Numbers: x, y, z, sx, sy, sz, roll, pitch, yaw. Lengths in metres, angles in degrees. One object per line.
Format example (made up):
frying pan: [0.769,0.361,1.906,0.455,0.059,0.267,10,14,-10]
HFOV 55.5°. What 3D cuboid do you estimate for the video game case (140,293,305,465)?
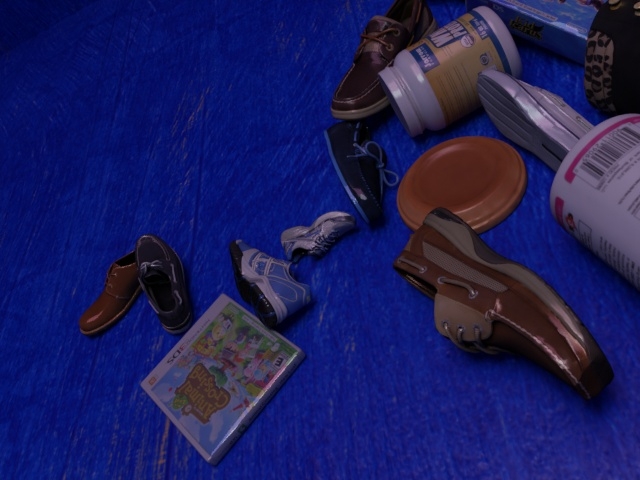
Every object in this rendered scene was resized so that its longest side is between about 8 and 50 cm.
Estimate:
video game case: [-0.150,0.193,0.901,0.212,0.023,0.193,27,70,44]

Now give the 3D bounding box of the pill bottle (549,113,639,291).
pill bottle: [0.390,-0.004,0.628,0.160,0.160,0.283,-34,42,1]

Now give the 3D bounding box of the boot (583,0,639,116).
boot: [0.466,-0.269,0.705,0.138,0.378,0.284,-10,33,-16]

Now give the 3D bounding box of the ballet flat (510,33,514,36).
ballet flat: [0.347,-0.405,1.091,0.188,0.070,0.070,-37,42,-2]

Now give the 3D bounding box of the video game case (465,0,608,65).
video game case: [0.424,-0.428,1.009,0.269,0.061,0.244,38,77,29]

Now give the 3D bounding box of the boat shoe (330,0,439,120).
boat shoe: [0.112,-0.356,1.125,0.123,0.123,0.342,14,53,38]

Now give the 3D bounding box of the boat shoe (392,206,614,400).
boat shoe: [0.195,0.081,0.722,0.120,0.122,0.324,-41,34,1]

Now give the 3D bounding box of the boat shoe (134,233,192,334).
boat shoe: [-0.270,0.059,1.029,0.075,0.065,0.206,-24,59,-9]

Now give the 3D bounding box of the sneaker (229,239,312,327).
sneaker: [-0.085,0.060,0.955,0.081,0.080,0.211,-20,37,-20]

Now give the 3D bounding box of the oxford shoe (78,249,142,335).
oxford shoe: [-0.370,0.079,1.109,0.212,0.076,0.076,-49,45,-12]

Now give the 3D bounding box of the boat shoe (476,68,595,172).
boat shoe: [0.321,-0.174,0.881,0.075,0.083,0.226,-28,63,-13]

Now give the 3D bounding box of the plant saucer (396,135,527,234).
plant saucer: [0.206,-0.089,0.916,0.199,0.037,0.200,-18,44,19]

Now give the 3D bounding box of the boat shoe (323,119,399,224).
boat shoe: [0.066,-0.134,0.998,0.089,0.109,0.258,-24,45,8]

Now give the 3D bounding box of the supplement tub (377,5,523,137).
supplement tub: [0.210,-0.271,0.996,0.199,0.144,0.144,-29,42,7]

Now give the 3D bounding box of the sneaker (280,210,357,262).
sneaker: [0.000,0.000,0.967,0.135,0.052,0.058,-23,53,24]
